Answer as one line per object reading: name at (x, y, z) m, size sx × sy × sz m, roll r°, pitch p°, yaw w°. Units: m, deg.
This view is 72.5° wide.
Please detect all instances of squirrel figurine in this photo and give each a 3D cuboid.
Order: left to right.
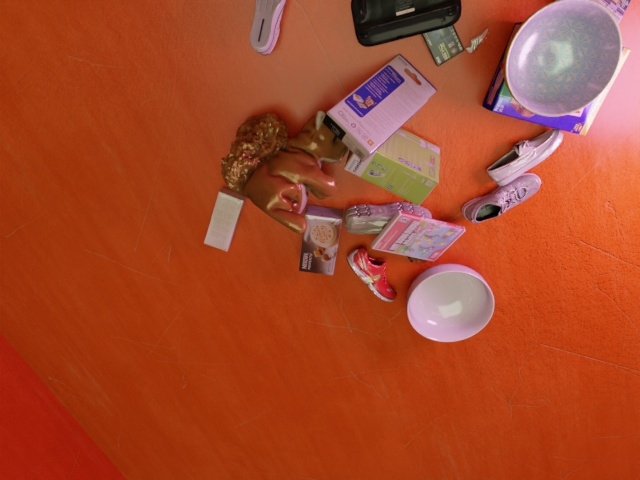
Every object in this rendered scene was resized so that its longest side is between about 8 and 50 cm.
squirrel figurine at (-0.110, -0.277, 1.434) m, size 0.397 × 0.281 × 0.370 m, roll 32°, pitch 97°, yaw -2°

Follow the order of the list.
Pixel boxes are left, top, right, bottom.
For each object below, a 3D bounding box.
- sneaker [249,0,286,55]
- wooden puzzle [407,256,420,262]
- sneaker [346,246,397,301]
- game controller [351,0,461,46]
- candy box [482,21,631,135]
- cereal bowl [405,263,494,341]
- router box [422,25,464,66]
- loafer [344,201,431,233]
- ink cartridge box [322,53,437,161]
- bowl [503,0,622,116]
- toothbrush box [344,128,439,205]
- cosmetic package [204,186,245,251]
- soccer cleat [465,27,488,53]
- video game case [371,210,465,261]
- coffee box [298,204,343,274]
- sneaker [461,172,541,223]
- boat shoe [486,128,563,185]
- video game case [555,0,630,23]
sneaker at (-0.158, -0.701, 1.339) m, size 0.094 × 0.091 × 0.258 m, roll 20°, pitch 97°, yaw -1°
wooden puzzle at (0.370, 0.058, 1.738) m, size 0.049 × 0.006 × 0.083 m, roll -31°, pitch 111°, yaw 19°
sneaker at (0.227, 0.136, 1.739) m, size 0.118 × 0.107 × 0.279 m, roll -41°, pitch 110°, yaw 12°
game controller at (0.253, -0.699, 1.307) m, size 0.319 × 0.067 × 0.166 m, roll -7°, pitch 101°, yaw 17°
candy box at (0.717, -0.497, 1.355) m, size 0.317 × 0.122 × 0.268 m, roll 13°, pitch 116°, yaw -4°
cereal bowl at (0.505, 0.231, 1.743) m, size 0.339 × 0.141 × 0.338 m, roll 2°, pitch 118°, yaw 4°
router box at (0.380, -0.623, 1.362) m, size 0.092 × 0.038 × 0.122 m, roll -28°, pitch 112°, yaw 18°
loafer at (0.249, -0.074, 1.630) m, size 0.320 × 0.112 × 0.111 m, roll 1°, pitch 136°, yaw 2°
ink cartridge box at (0.190, -0.416, 1.347) m, size 0.176 × 0.371 × 0.069 m, roll 45°, pitch 157°, yaw 1°
bowl at (0.637, -0.500, 1.205) m, size 0.290 × 0.156 × 0.289 m, roll 2°, pitch 115°, yaw 4°
toothbrush box at (0.243, -0.273, 1.449) m, size 0.283 × 0.206 × 0.122 m, roll 25°, pitch 135°, yaw -10°
cosmetic package at (-0.369, -0.081, 1.691) m, size 0.099 × 0.060 × 0.239 m, roll 22°, pitch 117°, yaw -5°
soccer cleat at (0.487, -0.624, 1.359) m, size 0.036 × 0.029 × 0.083 m, roll 27°, pitch 121°, yaw -14°
video game case at (0.358, -0.010, 1.614) m, size 0.285 × 0.025 × 0.204 m, roll 11°, pitch 138°, yaw -21°
coffee box at (0.000, 0.000, 1.683) m, size 0.141 × 0.098 × 0.246 m, roll 9°, pitch 118°, yaw 0°
sneaker at (0.652, -0.134, 1.554) m, size 0.281 × 0.115 × 0.105 m, roll -32°, pitch 111°, yaw 19°
boat shoe at (0.688, -0.293, 1.480) m, size 0.084 × 0.095 × 0.258 m, roll 39°, pitch 113°, yaw -20°
video game case at (0.792, -0.706, 1.250) m, size 0.201 × 0.023 × 0.183 m, roll 30°, pitch 87°, yaw -11°
